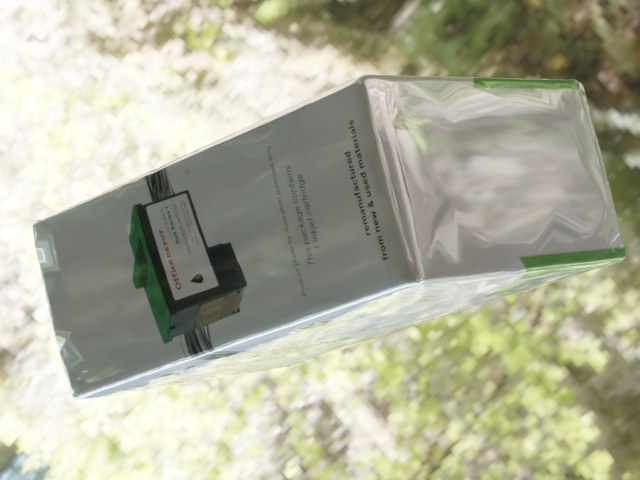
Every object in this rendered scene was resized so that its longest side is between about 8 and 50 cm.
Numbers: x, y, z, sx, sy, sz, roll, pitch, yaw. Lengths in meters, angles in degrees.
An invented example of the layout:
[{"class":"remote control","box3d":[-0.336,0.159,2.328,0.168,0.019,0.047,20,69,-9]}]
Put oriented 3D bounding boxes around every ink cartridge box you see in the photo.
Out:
[{"class":"ink cartridge box","box3d":[0.000,0.000,0.886,0.160,0.219,0.093,-5,-103,-48]}]
